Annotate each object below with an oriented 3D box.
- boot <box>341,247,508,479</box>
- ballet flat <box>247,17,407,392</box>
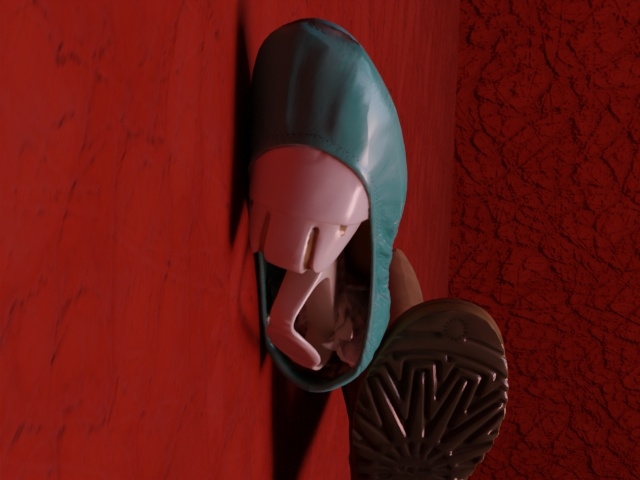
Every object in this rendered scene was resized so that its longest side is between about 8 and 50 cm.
[{"bbox_3d":[0.054,0.081,0.947,0.269,0.089,0.236,-91,-166,-61],"label":"boot"},{"bbox_3d":[0.000,0.000,0.713,0.247,0.083,0.087,84,22,-49],"label":"ballet flat"}]
